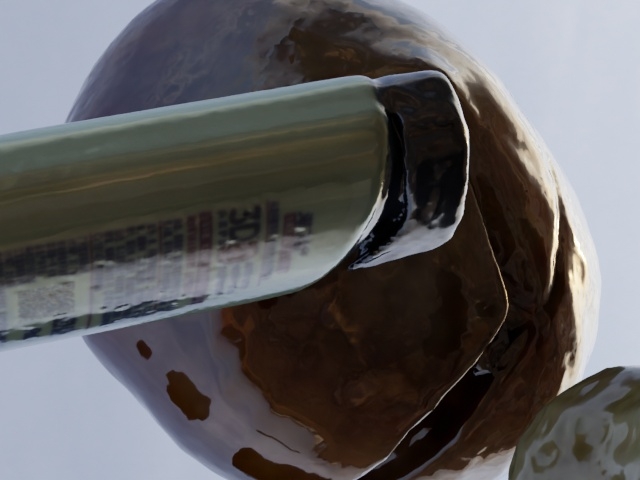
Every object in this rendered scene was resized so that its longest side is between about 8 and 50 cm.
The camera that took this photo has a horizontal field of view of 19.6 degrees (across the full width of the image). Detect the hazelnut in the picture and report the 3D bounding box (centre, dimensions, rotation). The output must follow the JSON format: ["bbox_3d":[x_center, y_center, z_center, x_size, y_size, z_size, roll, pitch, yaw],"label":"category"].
[{"bbox_3d":[0.000,0.000,1.279,0.409,0.359,0.359,42,-124,16],"label":"hazelnut"}]

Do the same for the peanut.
[{"bbox_3d":[0.175,0.112,0.885,0.124,0.257,0.123,9,-109,-27],"label":"peanut"}]

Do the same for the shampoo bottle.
[{"bbox_3d":[-0.108,-0.002,0.892,0.359,0.134,0.078,-11,-126,-16],"label":"shampoo bottle"}]
